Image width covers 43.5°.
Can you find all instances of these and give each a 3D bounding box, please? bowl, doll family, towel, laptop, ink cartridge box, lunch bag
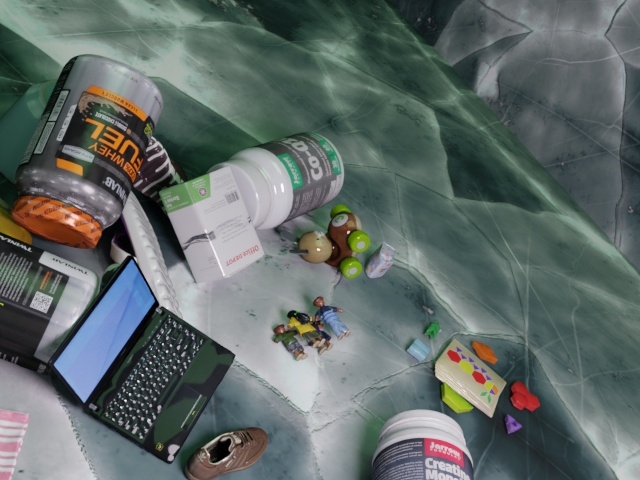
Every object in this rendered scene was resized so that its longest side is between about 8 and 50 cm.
[{"bbox_3d":[-0.549,-0.238,1.758,0.312,0.163,0.311,23,34,-16],"label":"bowl"},{"bbox_3d":[-0.021,0.188,1.763,0.193,0.076,0.111,-6,46,-51],"label":"doll family"},{"bbox_3d":[-0.525,0.321,1.192,0.144,0.029,0.197,21,36,-19],"label":"towel"},{"bbox_3d":[-0.289,0.202,1.360,0.264,0.136,0.234,35,59,-8],"label":"laptop"},{"bbox_3d":[-0.234,-0.034,1.750,0.160,0.093,0.219,-31,103,-55],"label":"ink cartridge box"},{"bbox_3d":[0.155,0.057,2.076,0.053,0.071,0.083,36,31,-4],"label":"lunch bag"}]

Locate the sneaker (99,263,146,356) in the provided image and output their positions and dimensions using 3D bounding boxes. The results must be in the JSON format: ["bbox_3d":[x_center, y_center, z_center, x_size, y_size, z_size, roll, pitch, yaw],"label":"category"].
[{"bbox_3d":[-0.367,0.119,1.445,0.080,0.211,0.081,-22,49,-27],"label":"sneaker"}]

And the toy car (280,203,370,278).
[{"bbox_3d":[0.000,0.000,1.966,0.189,0.148,0.155,1,32,-23],"label":"toy car"}]

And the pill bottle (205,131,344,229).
[{"bbox_3d":[-0.114,-0.141,1.973,0.204,0.204,0.361,43,34,13],"label":"pill bottle"}]

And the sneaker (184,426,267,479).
[{"bbox_3d":[-0.151,0.369,1.415,0.066,0.071,0.188,48,36,20],"label":"sneaker"}]

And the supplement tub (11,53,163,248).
[{"bbox_3d":[-0.451,-0.168,1.544,0.207,0.207,0.337,22,69,-18],"label":"supplement tub"}]

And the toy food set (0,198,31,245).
[{"bbox_3d":[-0.609,-0.012,1.488,0.128,0.071,0.218,42,3,-24],"label":"toy food set"}]

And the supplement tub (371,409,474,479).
[{"bbox_3d":[0.189,0.469,1.474,0.191,0.191,0.272,25,34,-14],"label":"supplement tub"}]

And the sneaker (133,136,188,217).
[{"bbox_3d":[-0.380,-0.168,1.816,0.281,0.106,0.162,58,1,-39],"label":"sneaker"}]

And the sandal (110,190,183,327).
[{"bbox_3d":[-0.368,0.051,1.595,0.102,0.169,0.416,-23,54,-6],"label":"sandal"}]

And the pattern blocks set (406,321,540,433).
[{"bbox_3d":[0.366,0.333,1.948,0.325,0.026,0.285,45,35,16],"label":"pattern blocks set"}]

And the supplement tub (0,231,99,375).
[{"bbox_3d":[-0.547,0.083,1.325,0.316,0.193,0.193,25,34,-15],"label":"supplement tub"}]
